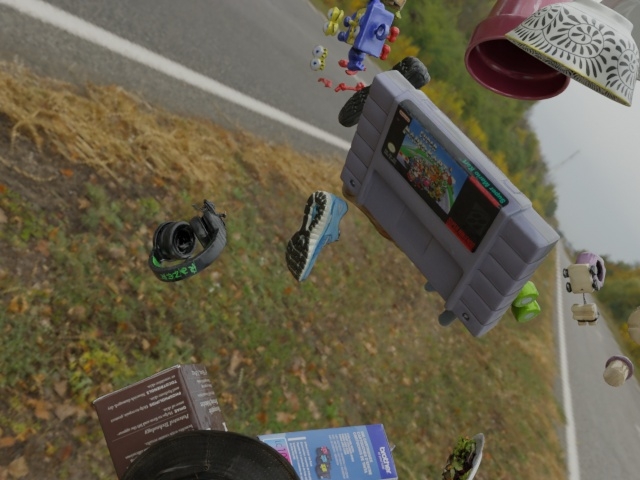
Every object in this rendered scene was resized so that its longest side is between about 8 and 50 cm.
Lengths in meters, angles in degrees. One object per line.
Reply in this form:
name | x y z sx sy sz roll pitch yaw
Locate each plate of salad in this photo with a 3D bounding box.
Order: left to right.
plate of salad | 0.286 0.492 1.522 0.048 0.200 0.200 34 13 5

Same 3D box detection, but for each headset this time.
headset | -0.388 0.004 2.241 0.394 0.243 0.185 -81 150 -52

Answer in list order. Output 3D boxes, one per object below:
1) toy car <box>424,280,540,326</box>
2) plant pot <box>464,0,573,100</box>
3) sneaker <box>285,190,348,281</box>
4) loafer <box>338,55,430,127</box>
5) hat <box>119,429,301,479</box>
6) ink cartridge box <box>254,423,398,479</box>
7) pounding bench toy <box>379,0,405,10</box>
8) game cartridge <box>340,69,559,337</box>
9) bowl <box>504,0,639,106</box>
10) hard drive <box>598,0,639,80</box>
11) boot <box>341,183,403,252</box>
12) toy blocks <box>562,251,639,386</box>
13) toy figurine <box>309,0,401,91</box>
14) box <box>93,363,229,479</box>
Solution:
toy car | 0.306 0.095 1.393 0.149 0.188 0.155 58 10 -56
plant pot | 0.388 -0.391 1.333 0.201 0.180 0.201 19 -15 5
sneaker | 0.000 0.000 1.149 0.073 0.162 0.063 7 30 -36
loafer | 0.140 -0.313 1.572 0.078 0.223 0.076 40 27 -38
hat | -0.179 0.406 0.978 0.331 0.331 0.134 58 0 26
ink cartridge box | 0.002 0.572 1.733 0.395 0.270 0.151 4 53 -25
pounding bench toy | 0.122 -0.481 1.352 0.083 0.052 0.065 35 12 30
game cartridge | 0.166 -0.056 1.042 0.355 0.068 0.230 52 -29 26
bowl | 0.310 -0.233 0.837 0.170 0.080 0.170 27 17 -9
hard drive | 0.661 -0.398 1.422 0.307 0.203 0.040 12 67 -19
boot | 0.184 -0.086 2.081 0.220 0.109 0.283 44 4 -33
toy blocks | 0.705 0.132 1.444 0.260 0.309 0.288 -25 104 -50
toy figurine | 0.139 -0.516 1.699 0.191 0.362 0.217 19 9 -24
box | -0.266 0.342 1.263 0.168 0.167 0.203 56 11 -79
